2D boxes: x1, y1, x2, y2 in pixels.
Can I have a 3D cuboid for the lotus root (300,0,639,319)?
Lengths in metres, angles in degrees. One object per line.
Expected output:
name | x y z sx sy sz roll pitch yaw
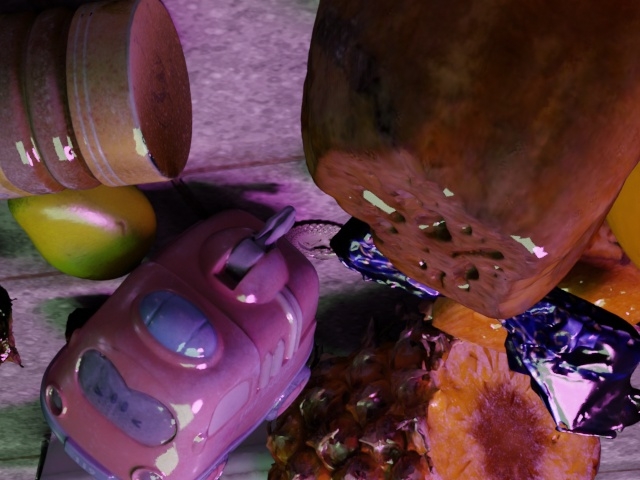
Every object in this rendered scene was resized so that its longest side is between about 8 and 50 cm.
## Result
lotus root | 0.103 -0.091 1.501 0.316 0.250 0.316 18 151 10

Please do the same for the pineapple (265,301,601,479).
pineapple | 0.112 0.239 2.187 0.300 0.352 0.352 -10 155 42

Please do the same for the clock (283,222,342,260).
clock | 0.000 0.000 2.025 0.074 0.010 0.083 -15 151 30

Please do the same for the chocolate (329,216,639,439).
chocolate | 0.180 0.058 1.851 0.343 0.148 0.126 35 178 -3

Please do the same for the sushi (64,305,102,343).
sushi | -0.225 0.124 2.206 0.078 0.090 0.150 -5 157 21

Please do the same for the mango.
mango | -0.221 -0.020 1.886 0.117 0.089 0.163 -8 154 15

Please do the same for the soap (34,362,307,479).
soap | -0.172 0.283 2.469 0.446 0.156 0.261 -12 153 23

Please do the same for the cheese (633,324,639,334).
cheese | 0.381 0.111 2.233 0.145 0.038 0.095 13 153 0

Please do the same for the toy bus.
toy bus | -0.124 0.097 1.932 0.197 0.294 0.232 40 145 10

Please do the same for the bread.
bread | 0.233 0.032 2.000 0.210 0.099 0.235 18 144 -39

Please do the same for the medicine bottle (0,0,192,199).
medicine bottle | -0.280 -0.106 1.624 0.322 0.151 0.151 -6 155 13

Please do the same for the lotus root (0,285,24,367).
lotus root | -0.447 0.059 1.993 0.314 0.141 0.169 7 169 -13

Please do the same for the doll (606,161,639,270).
doll | 0.315 -0.077 1.706 0.348 0.161 0.423 27 150 -6
